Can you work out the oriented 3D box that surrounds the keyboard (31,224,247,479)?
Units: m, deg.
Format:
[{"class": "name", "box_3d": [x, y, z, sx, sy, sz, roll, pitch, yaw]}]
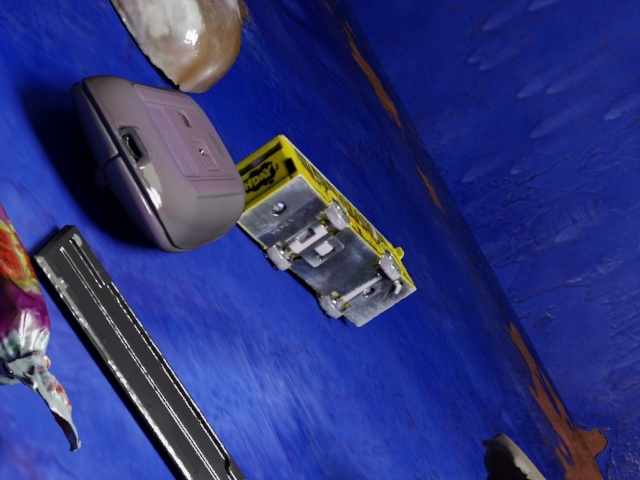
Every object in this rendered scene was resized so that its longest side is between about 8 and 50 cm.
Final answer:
[{"class": "keyboard", "box_3d": [-0.090, 0.083, 0.707, 0.202, 0.011, 0.067, 58, 13, -11]}]

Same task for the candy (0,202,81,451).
[{"class": "candy", "box_3d": [-0.146, 0.015, 0.561, 0.175, 0.043, 0.045, 61, 8, 28]}]

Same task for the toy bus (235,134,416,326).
[{"class": "toy bus", "box_3d": [0.000, 0.000, 1.141, 0.226, 0.081, 0.074, 40, 17, -50]}]

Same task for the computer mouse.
[{"class": "computer mouse", "box_3d": [-0.106, -0.050, 0.853, 0.120, 0.057, 0.232, 60, 9, 0]}]

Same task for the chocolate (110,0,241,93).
[{"class": "chocolate", "box_3d": [-0.145, -0.256, 1.131, 0.254, 0.080, 0.157, 59, 12, -2]}]

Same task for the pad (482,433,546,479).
[{"class": "pad", "box_3d": [0.209, 0.281, 0.897, 0.286, 0.018, 0.284, 50, -11, 28]}]
